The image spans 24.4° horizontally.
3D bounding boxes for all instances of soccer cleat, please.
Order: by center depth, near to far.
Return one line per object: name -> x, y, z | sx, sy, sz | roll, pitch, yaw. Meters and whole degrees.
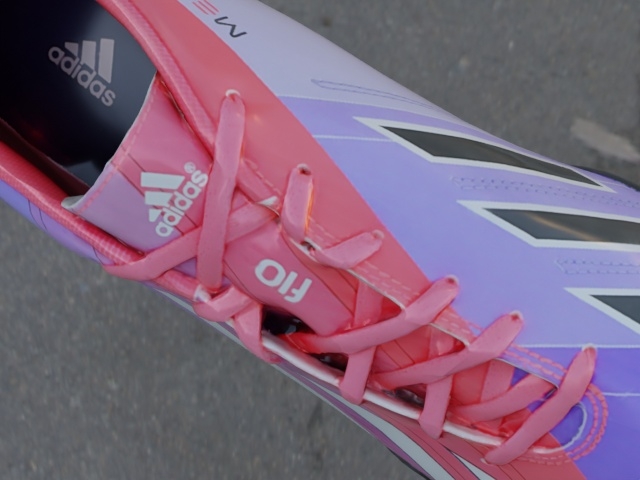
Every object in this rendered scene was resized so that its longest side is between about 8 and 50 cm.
soccer cleat -> 0.000, 0.000, 0.400 | 0.318, 0.116, 0.108 | 34, 107, 12
